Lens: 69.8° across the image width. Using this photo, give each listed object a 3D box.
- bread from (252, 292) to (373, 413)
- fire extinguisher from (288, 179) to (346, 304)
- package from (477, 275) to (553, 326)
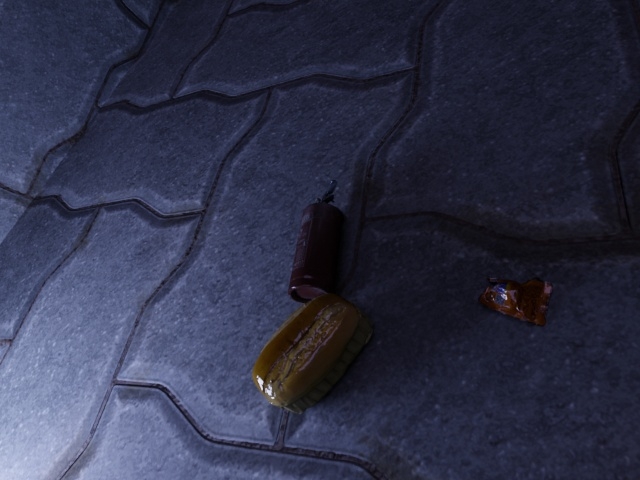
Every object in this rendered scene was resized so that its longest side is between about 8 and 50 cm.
[{"bbox_3d":[-0.018,0.201,0.853,0.236,0.106,0.140,-47,46,-9],"label":"bread"},{"bbox_3d":[0.000,0.000,0.989,0.105,0.104,0.268,-7,54,26],"label":"fire extinguisher"},{"bbox_3d":[0.330,0.094,0.778,0.111,0.033,0.077,14,56,31],"label":"package"}]
